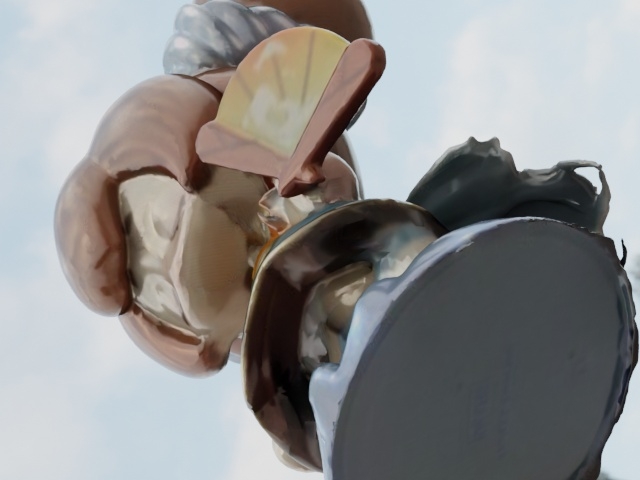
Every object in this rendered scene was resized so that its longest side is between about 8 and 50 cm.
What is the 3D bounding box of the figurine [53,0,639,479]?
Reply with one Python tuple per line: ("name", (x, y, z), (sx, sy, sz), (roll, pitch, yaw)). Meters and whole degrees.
("figurine", (-0.001, -0.001, 0.849), (0.248, 0.388, 0.277), (-11, -66, -34))
